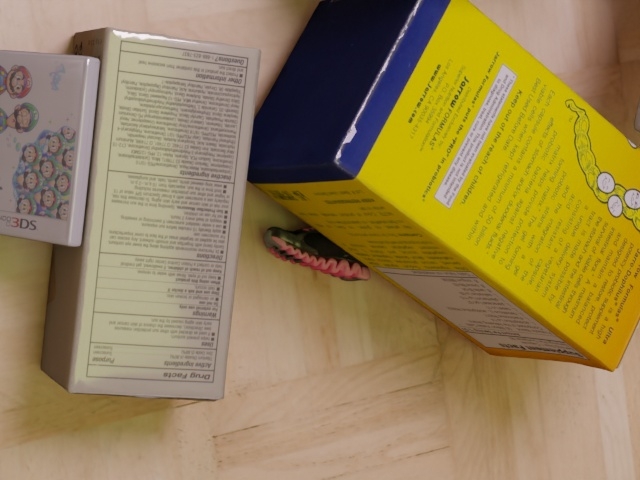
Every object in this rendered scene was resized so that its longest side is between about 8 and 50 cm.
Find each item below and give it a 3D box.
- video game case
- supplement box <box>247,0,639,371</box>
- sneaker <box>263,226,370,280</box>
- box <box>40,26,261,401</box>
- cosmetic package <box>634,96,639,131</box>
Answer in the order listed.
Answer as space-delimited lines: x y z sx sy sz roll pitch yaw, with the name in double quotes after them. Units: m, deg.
-0.251 -0.081 1.238 0.019 0.143 0.157 2 95 -56 "video game case"
0.134 -0.054 1.344 0.356 0.194 0.195 36 74 -27 "supplement box"
0.000 0.000 1.401 0.119 0.047 0.057 19 82 -31 "sneaker"
-0.152 -0.023 1.288 0.148 0.121 0.311 7 93 -24 "box"
0.464 -0.289 1.315 0.230 0.161 0.453 12 90 -23 "cosmetic package"
